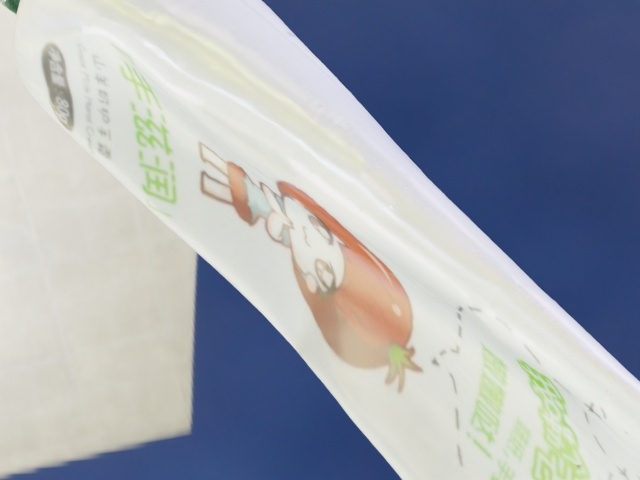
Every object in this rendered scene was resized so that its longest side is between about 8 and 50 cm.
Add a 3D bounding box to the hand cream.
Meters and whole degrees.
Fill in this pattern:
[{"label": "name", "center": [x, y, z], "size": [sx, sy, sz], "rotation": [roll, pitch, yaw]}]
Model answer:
[{"label": "hand cream", "center": [0.000, 0.000, 0.478], "size": [0.076, 0.336, 0.121], "rotation": [-25, -37, -25]}]
